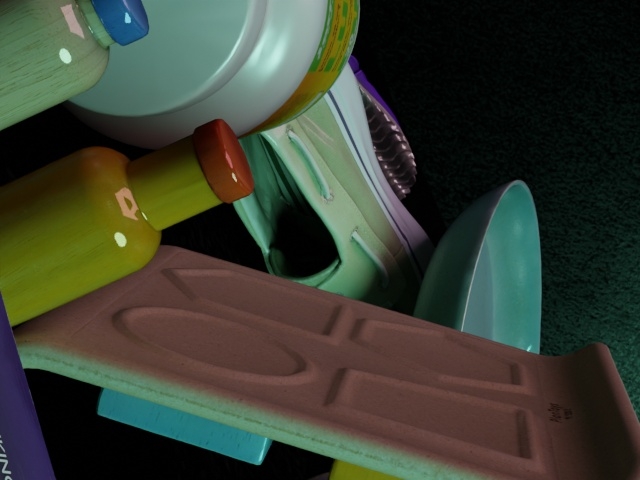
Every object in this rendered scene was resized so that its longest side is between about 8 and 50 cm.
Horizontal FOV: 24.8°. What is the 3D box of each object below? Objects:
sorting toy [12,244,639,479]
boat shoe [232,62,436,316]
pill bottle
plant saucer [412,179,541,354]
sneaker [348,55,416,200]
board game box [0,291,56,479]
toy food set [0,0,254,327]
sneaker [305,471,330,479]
[{"bbox_3d":[0.004,0.050,0.518,0.193,0.208,0.038,-54,155,-80],"label":"sorting toy"},{"bbox_3d":[0.000,0.000,0.942,0.094,0.109,0.302,-59,137,-35],"label":"boat shoe"},{"bbox_3d":[-0.059,-0.111,0.669,0.245,0.136,0.136,-46,113,-80],"label":"pill bottle"},{"bbox_3d":[0.099,0.116,0.971,0.317,0.044,0.317,6,90,-72],"label":"plant saucer"},{"bbox_3d":[-0.015,-0.133,1.103,0.293,0.102,0.146,56,13,-51],"label":"sneaker"},{"bbox_3d":[-0.108,0.035,0.301,0.141,0.048,0.170,36,32,-71],"label":"board game box"},{"bbox_3d":[-0.108,-0.098,0.443,0.111,0.104,0.232,50,20,-63],"label":"toy food set"},{"bbox_3d":[0.023,0.139,0.573,0.300,0.121,0.111,4,65,-80],"label":"sneaker"}]
